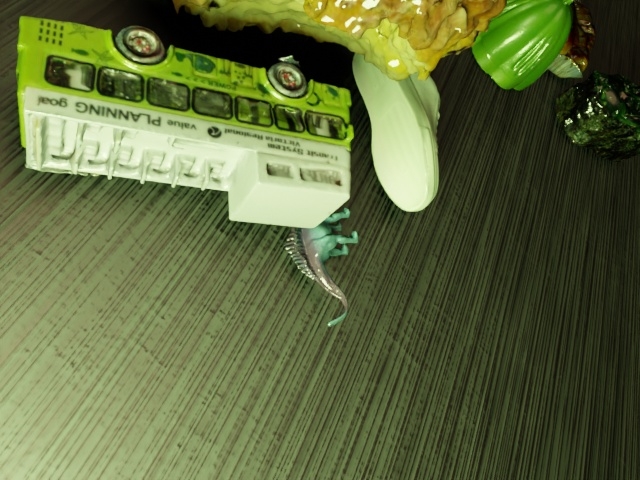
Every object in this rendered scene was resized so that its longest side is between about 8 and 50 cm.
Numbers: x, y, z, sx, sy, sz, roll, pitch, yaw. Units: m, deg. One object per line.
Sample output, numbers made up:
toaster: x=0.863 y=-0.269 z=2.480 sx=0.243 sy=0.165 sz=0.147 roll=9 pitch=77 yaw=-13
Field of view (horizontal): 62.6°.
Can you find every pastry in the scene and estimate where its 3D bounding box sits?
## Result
pastry: x=0.027 y=-0.367 z=0.542 sx=0.405 sy=0.292 sz=0.337 roll=13 pitch=103 yaw=-9

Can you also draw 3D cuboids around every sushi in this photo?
sushi: x=0.587 y=-0.249 z=1.057 sx=0.225 sy=0.127 sz=0.124 roll=18 pitch=61 yaw=-26

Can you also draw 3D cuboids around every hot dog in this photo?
hot dog: x=0.530 y=-0.459 z=1.137 sx=0.162 sy=0.082 sz=0.270 roll=36 pitch=53 yaw=-20

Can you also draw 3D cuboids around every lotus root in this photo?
lotus root: x=0.381 y=-0.390 z=0.945 sx=0.186 sy=0.186 sz=0.186 roll=14 pitch=63 yaw=-30

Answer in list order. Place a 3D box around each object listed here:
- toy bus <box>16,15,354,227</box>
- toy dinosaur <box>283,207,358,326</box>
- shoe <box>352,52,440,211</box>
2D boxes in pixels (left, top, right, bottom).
toy bus: x=-0.116 y=-0.102 z=0.497 sx=0.301 sy=0.113 sz=0.139 roll=6 pitch=67 yaw=-25
toy dinosaur: x=0.000 y=0.000 z=0.588 sx=0.080 sy=0.045 sz=0.197 roll=-5 pitch=65 yaw=-27
shoe: x=0.128 y=-0.164 z=0.717 sx=0.110 sy=0.095 sz=0.265 roll=0 pitch=68 yaw=-36
